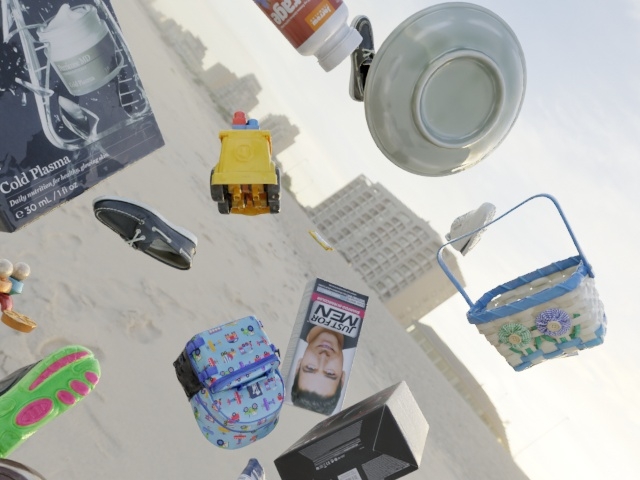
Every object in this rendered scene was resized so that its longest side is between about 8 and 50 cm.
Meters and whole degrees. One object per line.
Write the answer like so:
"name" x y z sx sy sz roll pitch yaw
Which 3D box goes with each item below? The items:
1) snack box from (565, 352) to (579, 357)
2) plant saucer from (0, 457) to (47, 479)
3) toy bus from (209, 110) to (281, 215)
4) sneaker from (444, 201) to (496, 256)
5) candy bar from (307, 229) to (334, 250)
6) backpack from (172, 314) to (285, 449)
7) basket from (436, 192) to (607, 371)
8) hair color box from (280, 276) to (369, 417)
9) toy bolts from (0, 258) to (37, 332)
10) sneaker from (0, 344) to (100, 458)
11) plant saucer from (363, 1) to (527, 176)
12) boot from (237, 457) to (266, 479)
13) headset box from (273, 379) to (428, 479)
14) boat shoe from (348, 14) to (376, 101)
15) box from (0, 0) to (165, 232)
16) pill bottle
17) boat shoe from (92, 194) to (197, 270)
"snack box" 0.638 0.249 1.298 0.100 0.037 0.141 104 -23 -71
"plant saucer" -0.584 0.488 0.764 0.310 0.050 0.310 20 33 -14
"toy bus" -0.167 -0.173 1.085 0.220 0.149 0.211 104 -17 -75
"sneaker" 0.432 -0.041 1.396 0.095 0.090 0.235 45 -28 20
"candy bar" 0.000 0.000 1.823 0.040 0.018 0.161 11 21 -36
"backpack" -0.131 0.228 0.757 0.173 0.158 0.117 59 -45 24
"basket" 0.398 0.084 0.920 0.201 0.255 0.289 -17 75 -53
"hair color box" 0.004 0.322 1.440 0.185 0.374 0.113 21 -19 -14
"toy bolts" -0.925 0.152 1.439 0.218 0.158 0.228 35 -13 -23
"sneaker" -0.760 0.423 1.115 0.202 0.483 0.185 -32 -95 44
"plant saucer" 0.304 -0.327 1.095 0.400 0.400 0.100 56 6 -27
"boot" -0.177 0.737 1.396 0.086 0.069 0.190 -51 126 -59
"headset box" 0.075 0.369 0.882 0.110 0.218 0.293 62 11 14
"boat shoe" 0.120 -0.479 1.261 0.070 0.078 0.219 32 -51 56
"box" -0.697 -0.344 1.108 0.297 0.480 0.472 6 -54 31
"pill bottle" -0.028 -0.416 0.857 0.216 0.121 0.121 44 2 -20
"boat shoe" -0.435 -0.013 1.203 0.302 0.114 0.091 30 48 -43
